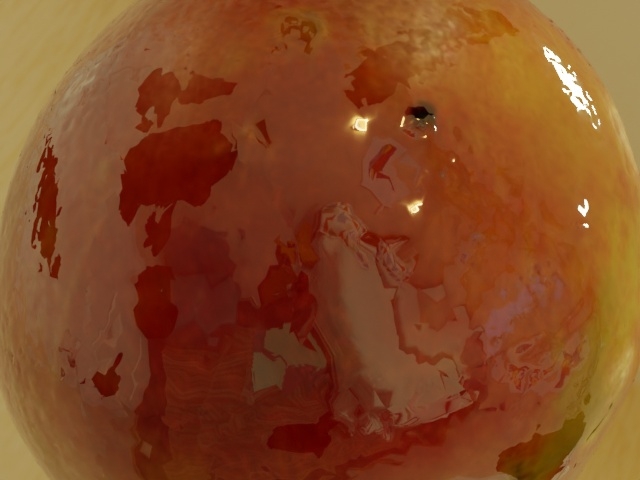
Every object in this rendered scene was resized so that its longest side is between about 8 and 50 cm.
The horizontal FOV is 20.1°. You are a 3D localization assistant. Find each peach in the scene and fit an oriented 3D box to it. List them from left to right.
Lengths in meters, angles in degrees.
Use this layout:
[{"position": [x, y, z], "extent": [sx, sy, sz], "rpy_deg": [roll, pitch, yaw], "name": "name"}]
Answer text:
[{"position": [0.000, 0.000, 1.027], "extent": [0.388, 0.388, 0.388], "rpy_deg": [17, -41, 16], "name": "peach"}]
